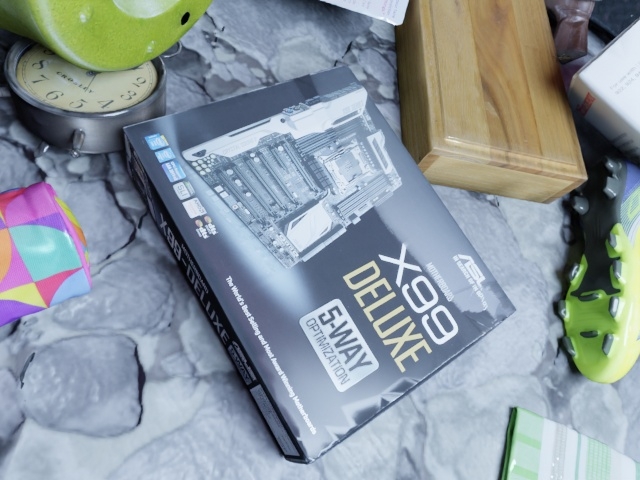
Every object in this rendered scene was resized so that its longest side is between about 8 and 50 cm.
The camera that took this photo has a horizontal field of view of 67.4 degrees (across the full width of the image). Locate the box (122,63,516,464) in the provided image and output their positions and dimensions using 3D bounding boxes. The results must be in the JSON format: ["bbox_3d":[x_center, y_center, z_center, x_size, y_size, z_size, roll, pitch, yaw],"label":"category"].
[{"bbox_3d":[0.000,0.000,0.450,0.243,0.076,0.307,-25,77,-26],"label":"box"}]

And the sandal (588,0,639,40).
[{"bbox_3d":[0.489,-0.386,0.758,0.445,0.168,0.107,60,27,12],"label":"sandal"}]

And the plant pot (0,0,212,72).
[{"bbox_3d":[-0.242,-0.320,0.338,0.353,0.366,0.366,36,61,0],"label":"plant pot"}]

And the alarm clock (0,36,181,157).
[{"bbox_3d":[-0.200,-0.151,0.453,0.130,0.064,0.192,32,55,6],"label":"alarm clock"}]

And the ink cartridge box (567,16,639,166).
[{"bbox_3d":[0.434,-0.125,0.557,0.272,0.115,0.198,50,22,11],"label":"ink cartridge box"}]

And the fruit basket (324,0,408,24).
[{"bbox_3d":[-0.037,-0.440,0.555,0.354,0.165,0.326,16,83,-10],"label":"fruit basket"}]

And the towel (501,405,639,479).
[{"bbox_3d":[0.243,0.242,0.463,0.152,0.023,0.113,26,60,-4],"label":"towel"}]

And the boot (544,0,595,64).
[{"bbox_3d":[0.359,-0.330,0.737,0.107,0.037,0.114,11,85,25],"label":"boot"}]

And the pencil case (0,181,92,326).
[{"bbox_3d":[-0.286,0.038,0.330,0.237,0.104,0.104,-24,77,-23],"label":"pencil case"}]

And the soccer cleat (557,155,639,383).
[{"bbox_3d":[0.351,0.029,0.548,0.121,0.093,0.288,25,62,-10],"label":"soccer cleat"}]

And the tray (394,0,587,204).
[{"bbox_3d":[0.207,-0.259,0.634,0.203,0.076,0.410,7,66,-15],"label":"tray"}]
